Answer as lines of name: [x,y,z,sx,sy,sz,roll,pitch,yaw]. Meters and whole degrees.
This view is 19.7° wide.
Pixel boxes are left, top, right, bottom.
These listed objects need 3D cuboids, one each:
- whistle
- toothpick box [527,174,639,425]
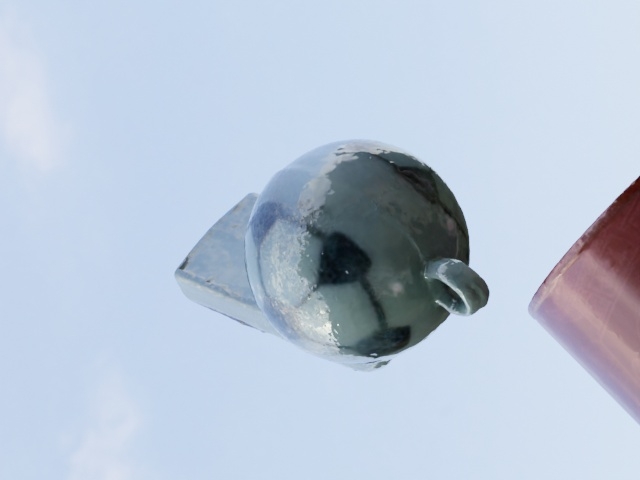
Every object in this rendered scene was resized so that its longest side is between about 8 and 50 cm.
whistle: [0.000,0.000,1.253,0.163,0.290,0.163,-19,-63,-42]
toothpick box: [0.313,0.092,1.126,0.333,0.204,0.204,45,-154,13]
